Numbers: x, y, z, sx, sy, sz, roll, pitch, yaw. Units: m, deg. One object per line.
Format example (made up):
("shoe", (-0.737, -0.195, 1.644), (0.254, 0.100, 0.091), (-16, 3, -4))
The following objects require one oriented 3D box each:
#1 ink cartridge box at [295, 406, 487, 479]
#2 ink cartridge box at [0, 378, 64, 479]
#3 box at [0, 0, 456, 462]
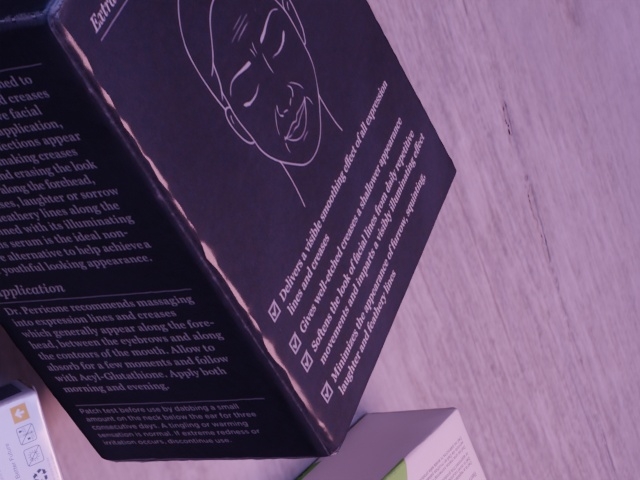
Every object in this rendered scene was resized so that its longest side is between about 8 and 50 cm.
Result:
("ink cartridge box", (0.079, 0.314, 1.618), (0.198, 0.115, 0.273), (-38, 112, -45))
("ink cartridge box", (-0.264, 0.228, 1.257), (0.208, 0.045, 0.206), (-22, 105, -26))
("box", (-0.108, -0.081, 1.271), (0.395, 0.212, 0.293), (60, 40, -34))
